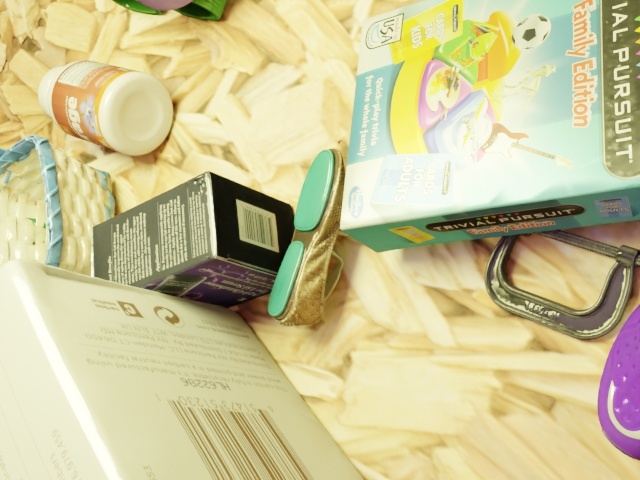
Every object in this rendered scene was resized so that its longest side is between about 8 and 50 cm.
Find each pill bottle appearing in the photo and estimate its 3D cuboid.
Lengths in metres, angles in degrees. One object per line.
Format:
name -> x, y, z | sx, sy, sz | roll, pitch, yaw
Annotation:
pill bottle -> -0.331, -0.205, 1.132 | 0.216, 0.121, 0.121 | 20, 89, 40

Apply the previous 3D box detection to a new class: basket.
basket -> -0.432, -0.021, 1.046 | 0.201, 0.289, 0.255 | -28, 60, 28

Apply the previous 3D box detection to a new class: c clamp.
c clamp -> 0.234, 0.019, 0.704 | 0.160, 0.022, 0.137 | 14, 91, 38

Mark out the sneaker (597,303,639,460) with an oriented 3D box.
sneaker -> 0.295, 0.036, 0.568 | 0.102, 0.146, 0.293 | 40, 101, 38

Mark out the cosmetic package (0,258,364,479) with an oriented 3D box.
cosmetic package -> -0.228, 0.291, 0.774 | 0.394, 0.329, 0.327 | -52, 53, 12

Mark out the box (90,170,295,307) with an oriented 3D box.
box -> -0.153, 0.017, 0.912 | 0.207, 0.153, 0.108 | -22, 65, 32

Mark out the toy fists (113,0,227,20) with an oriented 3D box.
toy fists -> -0.225, -0.422, 1.133 | 0.279, 0.096, 0.142 | 19, 87, 40

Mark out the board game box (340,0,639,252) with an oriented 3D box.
board game box -> 0.187, -0.135, 0.729 | 0.336, 0.079, 0.254 | -8, 66, 36

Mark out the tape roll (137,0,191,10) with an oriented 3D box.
tape roll -> -0.220, -0.417, 1.024 | 0.189, 0.080, 0.189 | -5, 81, 31

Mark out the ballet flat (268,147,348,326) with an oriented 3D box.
ballet flat -> 0.000, 0.000, 0.857 | 0.073, 0.067, 0.206 | 17, 88, 60
